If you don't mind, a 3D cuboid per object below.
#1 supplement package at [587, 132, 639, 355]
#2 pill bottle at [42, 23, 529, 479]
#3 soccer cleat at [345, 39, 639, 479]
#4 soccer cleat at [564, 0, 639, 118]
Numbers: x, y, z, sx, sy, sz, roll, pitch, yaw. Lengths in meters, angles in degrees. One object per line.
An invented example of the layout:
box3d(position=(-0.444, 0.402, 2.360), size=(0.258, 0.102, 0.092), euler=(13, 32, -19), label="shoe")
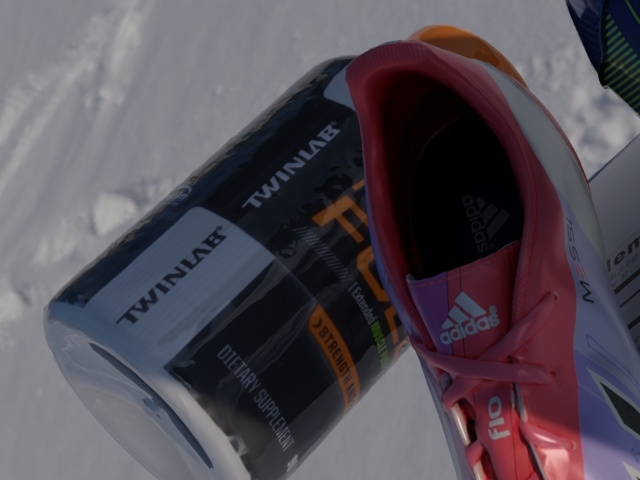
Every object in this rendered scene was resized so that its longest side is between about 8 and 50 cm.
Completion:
box3d(position=(0.216, 0.070, 0.566), size=(0.175, 0.177, 0.293), euler=(-47, 17, 35), label="supplement package")
box3d(position=(0.000, 0.000, 0.606), size=(0.245, 0.130, 0.130), euler=(-45, 21, -26), label="pill bottle")
box3d(position=(0.063, 0.053, 0.364), size=(0.083, 0.095, 0.248), euler=(-27, 60, 23), label="soccer cleat")
box3d(position=(0.194, -0.061, 0.388), size=(0.093, 0.289, 0.121), euler=(-50, 52, 50), label="soccer cleat")
